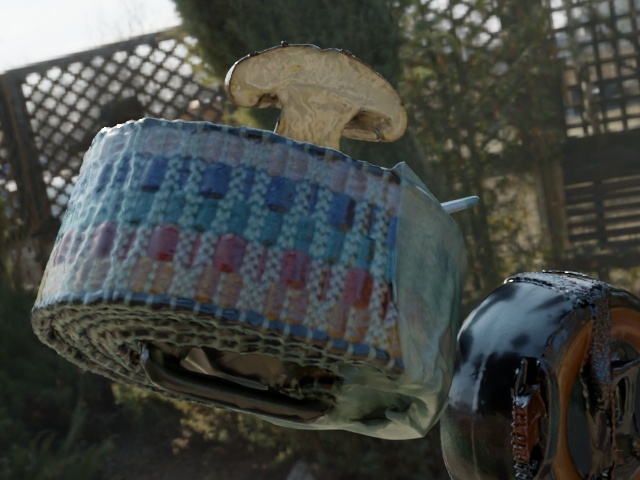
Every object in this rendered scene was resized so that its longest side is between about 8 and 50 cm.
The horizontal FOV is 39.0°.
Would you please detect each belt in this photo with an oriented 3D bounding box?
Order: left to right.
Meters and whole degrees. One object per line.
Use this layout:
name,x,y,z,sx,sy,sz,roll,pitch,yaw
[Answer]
belt,-0.033,0.034,0.551,0.257,0.150,0.207,17,-24,-13

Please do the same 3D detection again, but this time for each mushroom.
mushroom,-0.012,-0.221,1.414,0.285,0.156,0.151,14,4,-14

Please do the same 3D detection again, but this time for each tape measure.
tape measure,0.188,0.135,0.698,0.202,0.223,0.135,-22,18,-36

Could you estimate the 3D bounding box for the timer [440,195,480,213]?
timer,-0.011,0.019,0.780,0.255,0.175,0.175,9,5,-12
